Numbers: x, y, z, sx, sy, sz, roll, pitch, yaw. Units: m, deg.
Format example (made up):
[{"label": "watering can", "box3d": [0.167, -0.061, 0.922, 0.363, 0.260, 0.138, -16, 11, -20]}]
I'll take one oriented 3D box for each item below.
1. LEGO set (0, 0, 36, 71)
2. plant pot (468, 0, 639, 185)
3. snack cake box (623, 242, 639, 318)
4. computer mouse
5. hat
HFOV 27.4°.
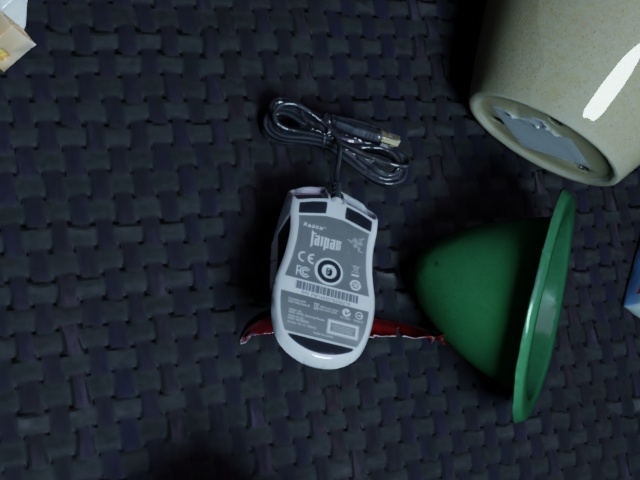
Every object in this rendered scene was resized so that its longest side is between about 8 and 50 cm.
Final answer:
[{"label": "LEGO set", "box3d": [-0.271, -0.199, 0.681, 0.107, 0.132, 0.287, -35, 109, -26]}, {"label": "plant pot", "box3d": [0.233, -0.188, 0.988, 0.256, 0.256, 0.274, 35, 81, -27]}, {"label": "snack cake box", "box3d": [0.371, -0.028, 1.135, 0.152, 0.089, 0.264, 32, 65, -27]}, {"label": "computer mouse", "box3d": [0.000, 0.000, 0.859, 0.106, 0.042, 0.193, 17, 59, -13]}, {"label": "hat", "box3d": [0.077, 0.029, 0.952, 0.208, 0.183, 0.173, 49, 54, -71]}]
